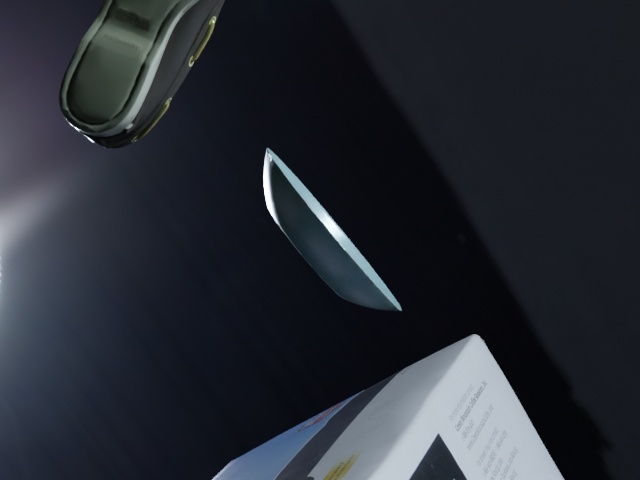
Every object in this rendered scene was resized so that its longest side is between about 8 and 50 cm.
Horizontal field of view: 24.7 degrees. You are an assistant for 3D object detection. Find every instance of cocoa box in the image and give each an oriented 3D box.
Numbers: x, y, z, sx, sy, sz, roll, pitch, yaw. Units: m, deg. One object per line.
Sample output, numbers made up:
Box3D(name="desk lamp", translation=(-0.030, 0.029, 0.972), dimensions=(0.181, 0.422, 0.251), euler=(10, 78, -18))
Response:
Box3D(name="cocoa box", translation=(0.031, 0.239, 0.919), dimensions=(0.228, 0.231, 0.347), euler=(-30, 1, 18))

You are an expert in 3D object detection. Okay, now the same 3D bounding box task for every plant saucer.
Box3D(name="plant saucer", translation=(0.000, 0.000, 1.351), dimensions=(0.037, 0.195, 0.195), euler=(-39, 8, 4))

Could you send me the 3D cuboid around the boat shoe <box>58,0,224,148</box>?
Box3D(name="boat shoe", translation=(-0.117, -0.174, 1.093), dimensions=(0.228, 0.081, 0.069), euler=(-59, -14, -6))
